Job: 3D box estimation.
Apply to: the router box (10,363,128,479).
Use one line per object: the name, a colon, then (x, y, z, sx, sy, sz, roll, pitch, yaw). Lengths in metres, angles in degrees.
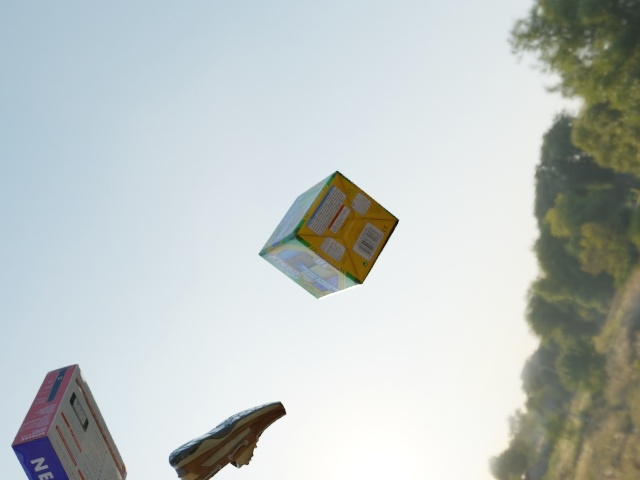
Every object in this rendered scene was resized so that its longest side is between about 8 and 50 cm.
router box: (-0.559, 0.500, 1.684, 0.301, 0.082, 0.335, -106, -1, -70)

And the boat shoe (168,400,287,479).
boat shoe: (-0.226, 0.522, 1.878, 0.324, 0.120, 0.122, -25, -2, -27)

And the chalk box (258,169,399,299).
chalk box: (0.000, 0.000, 1.174, 0.132, 0.132, 0.213, -58, 14, -24)
